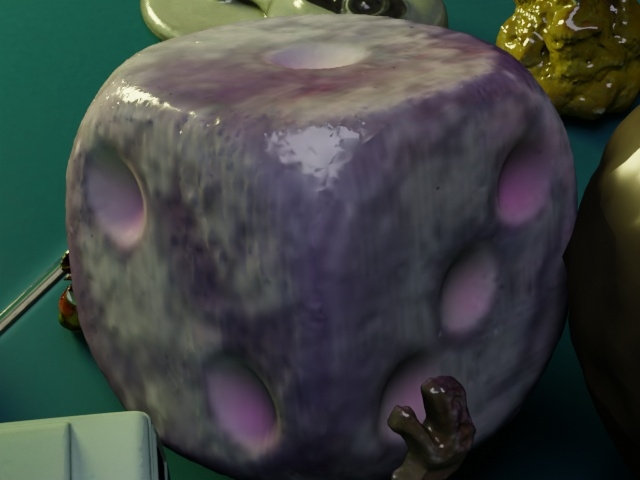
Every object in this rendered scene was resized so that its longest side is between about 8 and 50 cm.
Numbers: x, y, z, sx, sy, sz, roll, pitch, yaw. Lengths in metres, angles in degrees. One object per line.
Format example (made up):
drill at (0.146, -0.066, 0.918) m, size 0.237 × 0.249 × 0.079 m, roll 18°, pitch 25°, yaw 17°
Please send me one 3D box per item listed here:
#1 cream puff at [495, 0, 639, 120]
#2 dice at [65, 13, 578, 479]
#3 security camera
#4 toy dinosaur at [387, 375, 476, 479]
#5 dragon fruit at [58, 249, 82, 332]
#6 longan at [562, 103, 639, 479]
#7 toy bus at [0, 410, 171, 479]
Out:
cream puff at (0.224, -0.186, 1.584) m, size 0.146 × 0.116 × 0.146 m, roll -1°, pitch 44°, yaw 1°
dice at (0.000, 0.000, 1.265) m, size 0.270 × 0.271 × 0.270 m, roll -22°, pitch 28°, yaw -40°
security camera at (-0.032, -0.215, 1.649) m, size 0.301 × 0.080 × 0.157 m, roll 24°, pitch 54°, yaw 26°
toy dinosaur at (0.086, 0.220, 1.176) m, size 0.200 × 0.251 × 0.072 m, roll -43°, pitch 20°, yaw -11°
dragon fruit at (-0.136, 0.008, 1.420) m, size 0.175 × 0.142 × 0.138 m, roll -21°, pitch 83°, yaw 10°
longan at (0.371, 0.041, 1.199) m, size 0.404 × 0.404 × 0.436 m, roll 26°, pitch 23°, yaw 24°
toy bus at (-0.231, 0.202, 1.215) m, size 0.271 × 0.165 × 0.133 m, roll -6°, pitch 48°, yaw -3°
